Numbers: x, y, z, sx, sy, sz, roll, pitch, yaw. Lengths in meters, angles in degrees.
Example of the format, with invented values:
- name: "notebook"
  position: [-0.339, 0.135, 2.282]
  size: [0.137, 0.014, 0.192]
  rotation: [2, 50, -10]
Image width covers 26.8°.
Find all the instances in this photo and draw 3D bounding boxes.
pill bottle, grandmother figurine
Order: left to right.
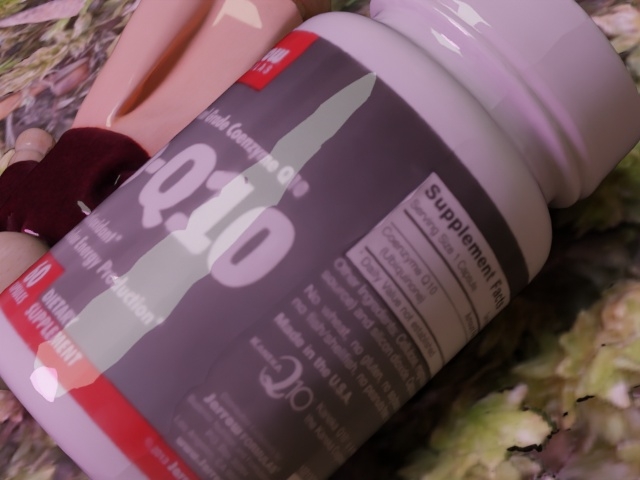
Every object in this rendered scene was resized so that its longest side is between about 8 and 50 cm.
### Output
- name: "grandmother figurine"
  position: [-0.130, -0.050, 0.831]
  size: [0.208, 0.104, 0.342]
  rotation: [-5, 44, 47]
- name: "pill bottle"
  position: [0.000, 0.000, 0.616]
  size: [0.283, 0.161, 0.161]
  rotation: [-44, 37, -8]
